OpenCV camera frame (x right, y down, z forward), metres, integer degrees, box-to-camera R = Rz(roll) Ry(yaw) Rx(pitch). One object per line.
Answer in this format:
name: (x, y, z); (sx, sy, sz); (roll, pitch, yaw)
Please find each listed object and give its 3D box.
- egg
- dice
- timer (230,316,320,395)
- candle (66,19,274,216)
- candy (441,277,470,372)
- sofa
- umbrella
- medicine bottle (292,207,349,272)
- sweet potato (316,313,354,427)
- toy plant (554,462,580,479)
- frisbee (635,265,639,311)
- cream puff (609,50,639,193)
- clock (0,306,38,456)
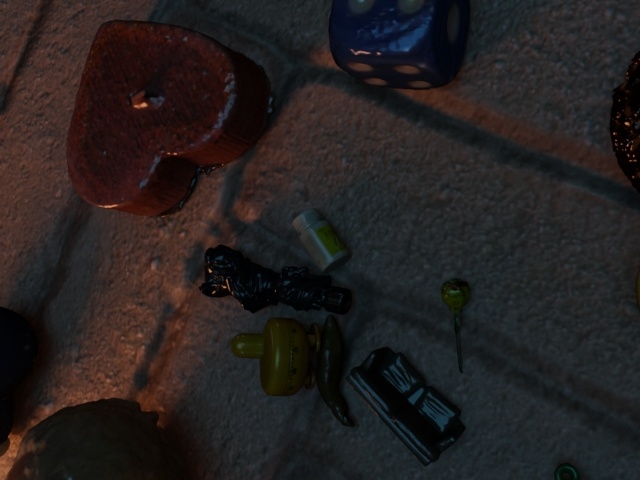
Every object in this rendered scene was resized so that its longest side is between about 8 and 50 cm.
egg: (-0.303, 0.375, 0.914); (0.279, 0.279, 0.310); (9, 89, 22)
dice: (0.101, -0.273, 0.849); (0.146, 0.146, 0.143); (13, 90, 23)
timer: (-0.062, 0.154, 0.906); (0.109, 0.107, 0.107); (4, 88, -15)
candle: (-0.247, -0.207, 0.999); (0.317, 0.131, 0.287); (-30, 73, 17)
candy: (0.173, 0.108, 0.860); (0.035, 0.035, 0.122); (-1, 94, 25)
sofa: (0.111, 0.199, 0.848); (0.147, 0.085, 0.060); (46, 106, 19)
umbrella: (-0.067, 0.066, 0.937); (0.224, 0.071, 0.080); (12, 104, 21)
medicine bottle: (0.000, 0.000, 0.925); (0.047, 0.047, 0.083); (-38, 74, 16)
sweet potato: (0.015, 0.176, 0.914); (0.041, 0.038, 0.153); (-10, 85, 27)
toy plant: (0.310, 0.351, 0.751); (0.143, 0.105, 0.200); (-5, 72, 12)
frisbee: (0.444, 0.038, 0.687); (0.236, 0.017, 0.236); (6, 125, 8)
cream puff: (0.425, -0.131, 0.698); (0.239, 0.165, 0.239); (0, 89, 23)
clock: (-0.547, 0.220, 1.084); (0.200, 0.146, 0.243); (23, 100, 33)
